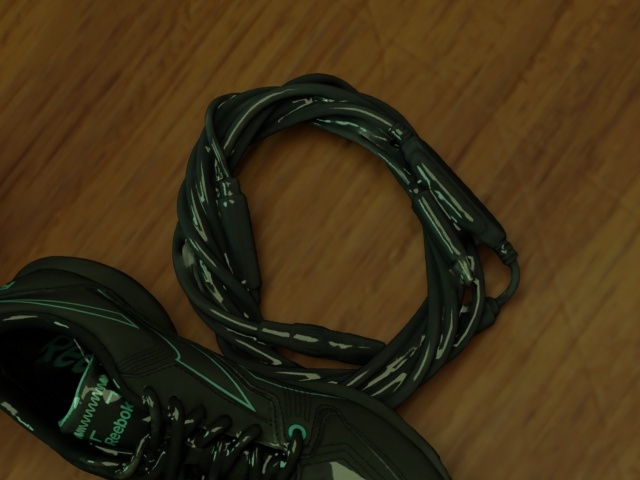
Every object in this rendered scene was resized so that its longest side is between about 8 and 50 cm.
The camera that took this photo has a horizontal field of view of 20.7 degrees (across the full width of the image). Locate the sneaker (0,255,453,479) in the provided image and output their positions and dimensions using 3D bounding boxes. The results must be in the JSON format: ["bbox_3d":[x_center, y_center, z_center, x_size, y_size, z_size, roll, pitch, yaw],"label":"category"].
[{"bbox_3d":[-0.061,0.097,0.828,0.267,0.106,0.101,25,103,17],"label":"sneaker"}]

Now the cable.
[{"bbox_3d":[0.000,0.000,0.893,0.150,0.047,0.184,-42,77,0],"label":"cable"}]
